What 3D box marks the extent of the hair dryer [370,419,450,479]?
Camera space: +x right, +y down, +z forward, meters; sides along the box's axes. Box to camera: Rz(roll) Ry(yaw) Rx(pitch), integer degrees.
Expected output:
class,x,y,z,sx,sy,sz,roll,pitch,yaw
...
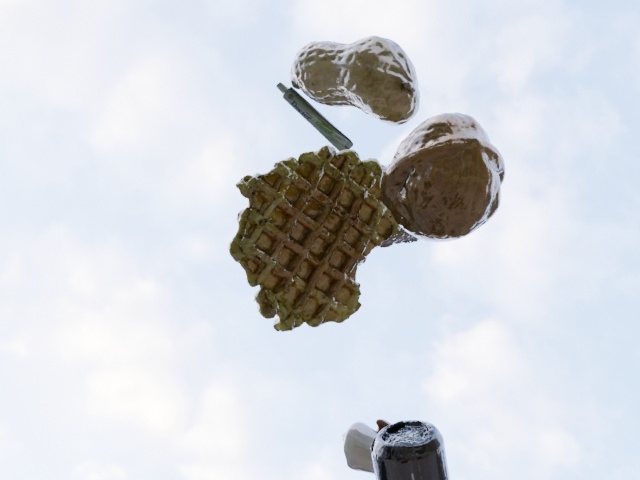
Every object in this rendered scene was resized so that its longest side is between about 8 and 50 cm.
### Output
class,x,y,z,sx,sy,sz,roll,pitch,yaw
hair dryer,0.011,0.374,1.009,0.352,0.107,0.189,-10,-81,-5

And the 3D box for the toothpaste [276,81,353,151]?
class,x,y,z,sx,sy,sz,roll,pitch,yaw
toothpaste,-0.013,-0.251,1.477,0.197,0.029,0.048,42,-32,-4

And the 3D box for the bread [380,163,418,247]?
class,x,y,z,sx,sy,sz,roll,pitch,yaw
bread,0.105,-0.070,1.332,0.337,0.102,0.183,-9,-31,-34

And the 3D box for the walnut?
class,x,y,z,sx,sy,sz,roll,pitch,yaw
walnut,0.148,-0.073,0.895,0.149,0.166,0.166,5,-56,-17

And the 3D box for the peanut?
class,x,y,z,sx,sy,sz,roll,pitch,yaw
peanut,0.076,-0.317,1.395,0.291,0.159,0.143,24,-22,37

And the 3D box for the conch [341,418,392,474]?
class,x,y,z,sx,sy,sz,roll,pitch,yaw
conch,0.113,0.391,1.368,0.176,0.104,0.094,-5,-93,42

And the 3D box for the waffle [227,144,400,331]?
class,x,y,z,sx,sy,sz,roll,pitch,yaw
waffle,-0.001,0.000,1.043,0.291,0.051,0.291,-6,-78,-32
